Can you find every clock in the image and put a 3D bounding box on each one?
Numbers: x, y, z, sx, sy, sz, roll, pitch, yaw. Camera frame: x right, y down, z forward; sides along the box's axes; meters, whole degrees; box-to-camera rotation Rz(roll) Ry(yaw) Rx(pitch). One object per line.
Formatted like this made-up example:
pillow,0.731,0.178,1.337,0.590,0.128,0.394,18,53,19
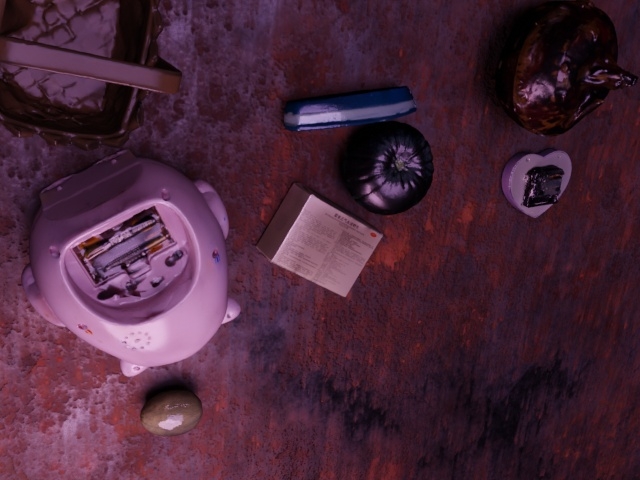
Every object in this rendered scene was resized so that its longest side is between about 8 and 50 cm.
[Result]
clock,0.546,-0.137,1.633,0.198,0.064,0.172,-8,113,-23
clock,-0.315,0.059,1.168,0.368,0.250,0.376,-30,120,-13

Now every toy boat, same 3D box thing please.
toy boat,0.070,-0.269,1.324,0.299,0.096,0.061,-13,107,-24

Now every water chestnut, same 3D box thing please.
water chestnut,0.531,-0.367,1.408,0.300,0.300,0.299,-10,114,-23

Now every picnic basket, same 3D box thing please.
picnic basket,-0.367,-0.280,0.969,0.254,0.321,0.291,6,110,-32

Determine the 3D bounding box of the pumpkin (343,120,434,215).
pumpkin,0.142,-0.152,1.379,0.202,0.140,0.201,0,90,-18

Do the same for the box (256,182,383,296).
box,0.000,0.000,1.396,0.212,0.095,0.168,28,98,-33

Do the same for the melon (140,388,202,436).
melon,-0.314,0.365,1.387,0.131,0.098,0.097,-3,111,-29
